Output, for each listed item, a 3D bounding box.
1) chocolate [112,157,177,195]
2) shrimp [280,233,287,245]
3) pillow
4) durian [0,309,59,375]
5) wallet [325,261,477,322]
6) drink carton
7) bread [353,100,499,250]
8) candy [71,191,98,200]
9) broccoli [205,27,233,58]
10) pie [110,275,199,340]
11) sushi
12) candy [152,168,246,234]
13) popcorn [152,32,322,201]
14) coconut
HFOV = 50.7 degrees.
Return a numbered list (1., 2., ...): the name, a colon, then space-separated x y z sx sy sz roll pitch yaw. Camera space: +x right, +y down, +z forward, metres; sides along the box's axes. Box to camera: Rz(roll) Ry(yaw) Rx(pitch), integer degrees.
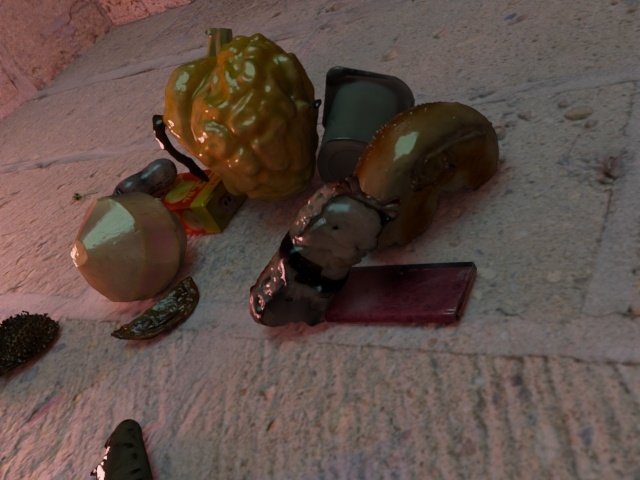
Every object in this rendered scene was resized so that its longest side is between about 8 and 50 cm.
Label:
1. chocolate: -0.405 -0.129 1.556 0.167 0.072 0.072 -37 34 -12
2. shrimp: -0.002 -0.002 1.257 0.132 0.052 0.187 -40 32 -15
3. pillow: -0.292 0.359 0.993 0.093 0.051 0.241 -33 36 -5
4. durian: -0.647 0.212 1.423 0.148 0.091 0.189 -7 41 30
5. wallet: 0.123 0.084 1.072 0.232 0.025 0.119 -4 41 34
6. drink carton: 0.083 -0.215 1.356 0.190 0.186 0.190 12 49 3
7. bread: 0.160 -0.133 1.169 0.314 0.192 0.171 -41 56 -8
8. candy: -0.692 -0.133 1.989 0.083 0.025 0.023 -10 25 8
9. broccoli: -0.252 -0.447 1.898 0.287 0.235 0.260 8 83 32
10. pie: -0.305 0.147 1.305 0.191 0.033 0.088 -37 41 -22
11. sushi: -0.005 0.028 1.085 0.332 0.124 0.130 -55 21 22
12. candy: -0.319 -0.086 1.577 0.275 0.088 0.146 -5 39 33
13. popcorn: -0.167 -0.241 1.404 0.381 0.349 0.349 -6 38 13
14. coconut: -0.397 0.013 1.397 0.197 0.236 0.237 -50 23 30
